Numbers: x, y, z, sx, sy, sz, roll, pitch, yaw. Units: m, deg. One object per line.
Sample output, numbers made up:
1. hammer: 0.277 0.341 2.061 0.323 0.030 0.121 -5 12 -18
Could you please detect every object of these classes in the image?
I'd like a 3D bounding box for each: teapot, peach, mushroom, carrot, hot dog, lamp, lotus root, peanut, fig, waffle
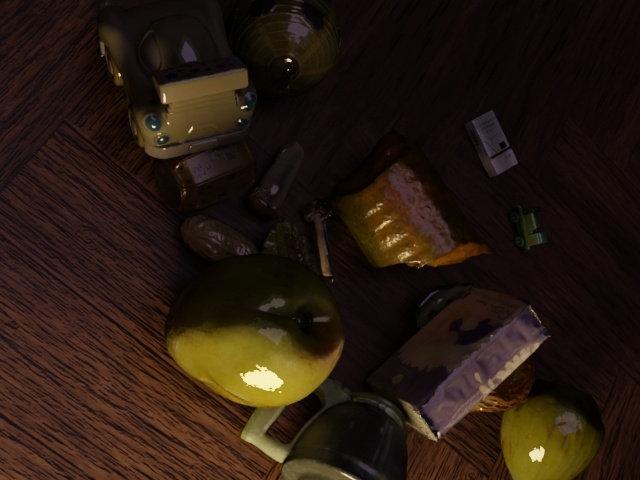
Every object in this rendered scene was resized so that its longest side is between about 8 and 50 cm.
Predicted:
1. teapot: 0.034 0.419 1.696 0.239 0.321 0.240 -59 148 -38
2. peach: -0.124 0.161 1.559 0.314 0.315 0.282 31 64 -28
3. mushroom: -0.086 -0.134 1.796 0.084 0.071 0.209 42 58 -23
4. carrot: 0.184 -0.052 1.838 0.241 0.241 0.341 -38 97 -31
5. hot dog: 0.378 0.334 1.900 0.259 0.175 0.114 -28 100 -39
6. mushroom: 0.000 0.000 1.817 0.061 0.060 0.187 -9 79 12
7. lamp: -0.228 -0.144 1.659 0.185 0.161 0.161 -28 94 -28
8. lotus root: 0.296 0.186 1.951 0.203 0.078 0.183 -1 93 -24
9. peanut: -0.193 0.013 1.681 0.194 0.093 0.083 34 94 -19
10. lamp: -0.082 -0.402 1.734 0.250 0.250 0.284 24 38 -25
11. fig: 0.529 0.459 1.946 0.239 0.239 0.271 20 90 -26
12. waffle: -0.057 0.051 1.755 0.183 0.036 0.169 58 35 -22

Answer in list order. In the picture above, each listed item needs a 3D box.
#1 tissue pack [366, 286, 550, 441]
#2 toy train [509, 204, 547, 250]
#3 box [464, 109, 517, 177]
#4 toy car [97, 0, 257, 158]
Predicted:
1. tissue pack: 0.290 0.249 1.778 0.343 0.242 0.125 -40 107 -14
2. toy train: 0.530 -0.035 2.135 0.050 0.081 0.122 -10 87 -35
3. box: 0.438 -0.248 2.147 0.084 0.040 0.154 -29 94 -33
4. toy car: -0.272 -0.344 1.566 0.242 0.226 0.336 -16 64 -18
